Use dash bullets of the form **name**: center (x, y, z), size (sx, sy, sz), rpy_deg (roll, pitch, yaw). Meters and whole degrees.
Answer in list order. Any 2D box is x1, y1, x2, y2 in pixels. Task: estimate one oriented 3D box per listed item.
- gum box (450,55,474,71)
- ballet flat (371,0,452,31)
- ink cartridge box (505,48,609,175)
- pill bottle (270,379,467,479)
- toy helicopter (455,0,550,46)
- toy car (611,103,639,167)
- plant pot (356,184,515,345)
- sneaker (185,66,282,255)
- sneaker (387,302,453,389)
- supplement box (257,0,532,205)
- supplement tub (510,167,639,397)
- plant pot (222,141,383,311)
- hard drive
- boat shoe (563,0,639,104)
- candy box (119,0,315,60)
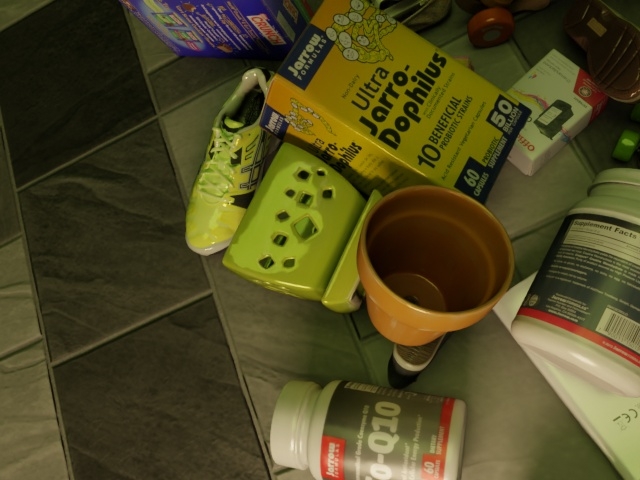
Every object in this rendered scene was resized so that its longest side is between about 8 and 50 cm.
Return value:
- **gum box**: center (0.189, -0.282, 1.076), size (0.189, 0.062, 0.107), rpy_deg (7, 78, 18)
- **ballet flat**: center (0.100, -0.427, 1.119), size (0.316, 0.106, 0.107), rpy_deg (-28, 69, 8)
- **ink cartridge box**: center (0.382, -0.219, 0.995), size (0.175, 0.072, 0.127), rpy_deg (-43, 69, 1)
- **pill bottle**: center (0.076, 0.308, 0.897), size (0.284, 0.161, 0.161), rpy_deg (4, 77, 18)
- **toy helicopter**: center (0.401, -0.478, 0.973), size (0.356, 0.235, 0.140), rpy_deg (-8, 73, 14)
- **toy car**: center (0.557, -0.182, 0.870), size (0.155, 0.188, 0.148), rpy_deg (25, 84, 21)
- **plant pot**: center (0.144, 0.057, 0.828), size (0.205, 0.187, 0.205), rpy_deg (3, 57, -5)
- **sneaker**: center (-0.178, -0.159, 1.109), size (0.145, 0.147, 0.384), rpy_deg (18, 82, 19)
- **sneaker**: center (0.179, 0.143, 0.962), size (0.083, 0.118, 0.222), rpy_deg (37, 59, 15)
- **supplement box**: center (0.108, -0.195, 0.920), size (0.357, 0.195, 0.194), rpy_deg (31, 75, -5)
- **supplement tub**: center (0.407, 0.058, 0.799), size (0.191, 0.191, 0.272), rpy_deg (27, 84, 21)
- **plant pot**: center (0.000, 0.000, 0.977), size (0.207, 0.227, 0.228), rpy_deg (23, 82, 14)
- **hard drive**: center (0.464, 0.176, 0.878), size (0.233, 0.047, 0.353), rpy_deg (-36, 69, 5)
- **boat shoe**: center (0.494, -0.311, 0.944), size (0.095, 0.095, 0.257), rpy_deg (-47, 35, 42)
- **candy box**: center (-0.204, -0.470, 1.136), size (0.318, 0.268, 0.122), rpy_deg (11, 82, 18)
